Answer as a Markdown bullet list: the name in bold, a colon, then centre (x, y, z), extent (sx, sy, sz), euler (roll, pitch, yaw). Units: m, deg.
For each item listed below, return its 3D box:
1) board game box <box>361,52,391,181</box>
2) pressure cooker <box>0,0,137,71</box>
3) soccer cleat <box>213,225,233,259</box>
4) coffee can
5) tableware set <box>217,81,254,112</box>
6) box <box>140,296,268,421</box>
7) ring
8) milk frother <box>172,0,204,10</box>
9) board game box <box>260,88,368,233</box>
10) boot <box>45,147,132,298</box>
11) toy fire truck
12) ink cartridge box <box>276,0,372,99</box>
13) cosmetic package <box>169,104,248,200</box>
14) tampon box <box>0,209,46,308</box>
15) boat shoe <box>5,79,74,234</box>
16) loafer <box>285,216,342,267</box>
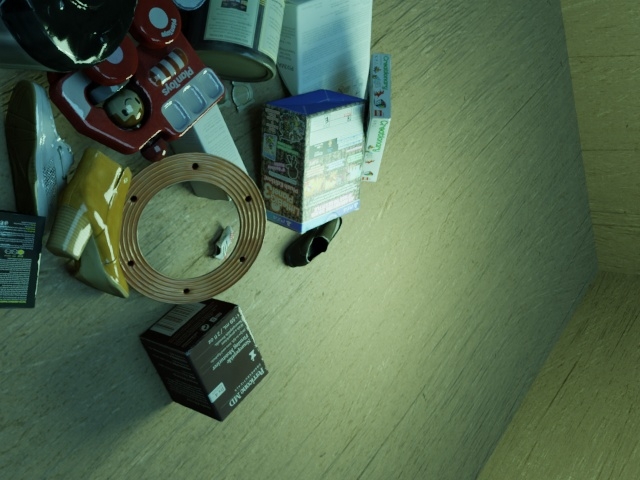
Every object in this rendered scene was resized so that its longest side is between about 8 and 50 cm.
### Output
- **board game box**: centre (0.138, -0.310, 1.857), extent (0.305, 0.053, 0.193), euler (97, -4, -66)
- **pressure cooker**: centre (-0.506, -0.430, 0.990), extent (0.375, 0.420, 0.370), euler (81, 17, -51)
- **soccer cleat**: centre (-0.227, 0.005, 1.670), extent (0.035, 0.029, 0.083), euler (20, 86, -54)
- **coffee can**: centre (-0.173, -0.494, 1.501), extent (0.201, 0.201, 0.275), euler (14, 83, -50)
- **tableware set**: centre (-0.207, -0.373, 1.633), extent (0.141, 0.020, 0.169), euler (-22, 114, -45)
- **box**: centre (-0.252, 0.251, 1.575), extent (0.168, 0.167, 0.203), euler (-44, 128, -36)
- **ring**: centre (-0.276, -0.024, 1.504), extent (0.336, 0.032, 0.337), euler (-10, 114, -23)
- **milk frother**: centre (-0.298, -0.459, 1.418), extent (0.129, 0.134, 0.143), euler (-33, 120, -25)
- **board game box**: centre (-0.017, -0.199, 1.750), extent (0.232, 0.141, 0.291), euler (-24, 127, -45)
- **boot**: centre (-0.401, -0.027, 1.360), extent (0.295, 0.104, 0.211), euler (73, 32, -64)
- **toy fire truck**: centre (-0.331, -0.287, 1.320), extent (0.254, 0.169, 0.302), euler (53, 53, -23)
- **ink cartridge box**: centre (0.008, -0.459, 1.852), extent (0.308, 0.091, 0.385), euler (-35, 139, -41)
- **cosmetic package**: centre (-0.251, -0.203, 1.537), extent (0.085, 0.117, 0.231), euler (-47, 130, -32)
- **tampon box**: centre (-0.551, 0.029, 1.220), extent (0.101, 0.120, 0.161), euler (7, 91, -49)
- **boat shoe**: centre (-0.493, -0.148, 1.284), extent (0.096, 0.098, 0.277), euler (-17, 119, -47)
- **loafer**: centre (0.000, 0.000, 1.896), extent (0.220, 0.078, 0.080), euler (-49, 130, -32)
